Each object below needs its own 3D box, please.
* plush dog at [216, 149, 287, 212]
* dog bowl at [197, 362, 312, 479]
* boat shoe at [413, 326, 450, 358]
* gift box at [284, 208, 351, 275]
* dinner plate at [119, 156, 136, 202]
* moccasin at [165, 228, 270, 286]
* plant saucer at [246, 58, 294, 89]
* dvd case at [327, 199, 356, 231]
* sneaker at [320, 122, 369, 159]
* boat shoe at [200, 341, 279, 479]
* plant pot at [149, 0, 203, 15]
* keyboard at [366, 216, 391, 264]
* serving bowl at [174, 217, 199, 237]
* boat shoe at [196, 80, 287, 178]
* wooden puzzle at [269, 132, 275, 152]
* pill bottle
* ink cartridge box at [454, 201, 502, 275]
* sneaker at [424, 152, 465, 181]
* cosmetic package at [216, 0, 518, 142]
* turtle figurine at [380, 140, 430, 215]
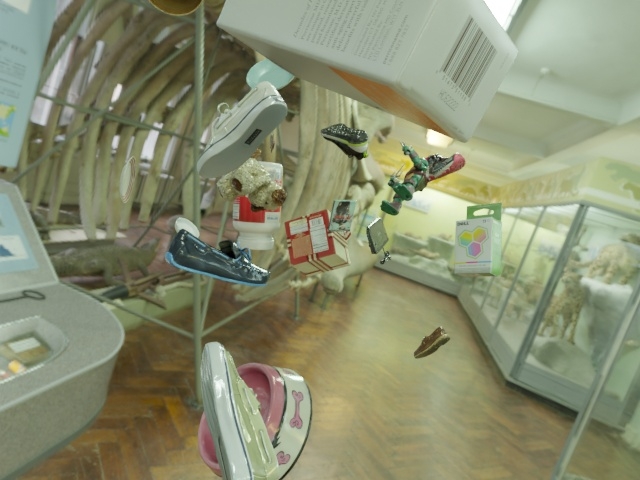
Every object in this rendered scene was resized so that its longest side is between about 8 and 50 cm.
[{"bbox_3d":[-0.237,-0.206,1.766,0.225,0.210,0.262,46,-25,-20],"label":"plush dog"},{"bbox_3d":[-0.228,0.582,1.496,0.150,0.408,0.408,41,-7,-34],"label":"dog bowl"},{"bbox_3d":[0.430,0.403,1.809,0.064,0.178,0.060,12,42,-38],"label":"boat shoe"},{"bbox_3d":[0.000,0.000,2.153,0.255,0.276,0.258,-11,-20,17],"label":"gift box"},{"bbox_3d":[-0.571,-0.180,1.362,0.017,0.141,0.141,13,8,-11],"label":"dinner plate"},{"bbox_3d":[-0.267,0.053,1.322,0.138,0.116,0.342,15,-4,40],"label":"moccasin"},{"bbox_3d":[-0.179,-0.611,1.724,0.195,0.195,0.037,22,-26,24],"label":"plant saucer"},{"bbox_3d":[0.076,-0.087,1.623,0.087,0.119,0.013,-1,29,-25],"label":"dvd case"},{"bbox_3d":[0.076,-0.316,1.508,0.084,0.097,0.235,-25,32,-19],"label":"sneaker"},{"bbox_3d":[-0.164,0.332,0.892,0.094,0.109,0.302,-1,47,-29],"label":"boat shoe"},{"bbox_3d":[-0.565,-1.041,1.788,0.237,0.237,0.254,16,40,-27],"label":"plant pot"},{"bbox_3d":[0.259,0.011,2.028,0.033,0.201,0.317,-18,5,21],"label":"keyboard"},{"bbox_3d":[-0.417,-0.030,1.426,0.083,0.027,0.083,41,20,-19],"label":"serving bowl"},{"bbox_3d":[-0.266,-0.350,1.415,0.136,0.367,0.156,6,52,-52],"label":"boat shoe"},{"bbox_3d":[-0.182,-0.373,1.744,0.006,0.049,0.083,-6,-22,-18],"label":"wooden puzzle"},{"bbox_3d":[-0.301,-0.166,2.199,0.229,0.407,0.229,3,5,0],"label":"pill bottle"},{"bbox_3d":[0.435,-0.007,1.271,0.062,0.209,0.109,15,-14,-42],"label":"ink cartridge box"},{"bbox_3d":[0.514,-0.328,1.997,0.121,0.112,0.299,-21,2,-14],"label":"sneaker"},{"bbox_3d":[0.053,-0.336,0.761,0.230,0.161,0.453,15,17,-48],"label":"cosmetic package"},{"bbox_3d":[0.244,-0.180,1.276,0.118,0.175,0.234,21,50,10],"label":"turtle figurine"}]
